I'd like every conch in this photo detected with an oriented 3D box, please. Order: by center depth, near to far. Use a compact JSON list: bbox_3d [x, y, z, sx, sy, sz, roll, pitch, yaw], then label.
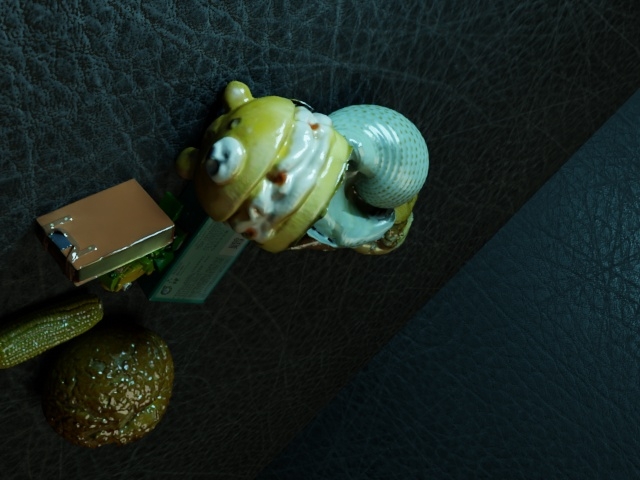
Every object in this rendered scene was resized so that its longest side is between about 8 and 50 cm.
[{"bbox_3d":[0.053,-0.152,1.744,0.319,0.215,0.303,26,106,-34],"label":"conch"}]

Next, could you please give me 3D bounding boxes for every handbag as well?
[{"bbox_3d":[-0.353,-0.015,1.384,0.190,0.127,0.063,-28,153,-35],"label":"handbag"}]

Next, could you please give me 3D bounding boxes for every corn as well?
[{"bbox_3d":[-0.495,0.158,1.529,0.231,0.080,0.080,-25,153,-39],"label":"corn"}]

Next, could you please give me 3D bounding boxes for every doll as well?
[{"bbox_3d":[-0.320,0.012,1.502,0.186,0.106,0.134,-47,174,-20],"label":"doll"}]

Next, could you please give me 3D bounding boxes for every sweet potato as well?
[{"bbox_3d":[-0.002,-0.003,2.139,0.226,0.068,0.068,-6,142,-30],"label":"sweet potato"}]

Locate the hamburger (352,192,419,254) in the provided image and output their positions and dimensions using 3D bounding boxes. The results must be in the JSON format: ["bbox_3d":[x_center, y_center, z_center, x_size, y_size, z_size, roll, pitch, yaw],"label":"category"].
[{"bbox_3d":[0.152,-0.077,2.112,0.282,0.245,0.155,-2,142,-34],"label":"hamburger"}]

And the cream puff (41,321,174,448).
[{"bbox_3d":[-0.430,0.314,1.760,0.303,0.212,0.303,-33,152,-20],"label":"cream puff"}]

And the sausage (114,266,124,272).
[{"bbox_3d":[-0.364,0.007,1.423,0.026,0.116,0.026,-32,160,-13],"label":"sausage"}]

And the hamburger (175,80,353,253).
[{"bbox_3d":[-0.104,-0.132,1.451,0.276,0.237,0.276,-48,-159,25],"label":"hamburger"}]

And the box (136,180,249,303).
[{"bbox_3d":[-0.239,0.006,1.648,0.245,0.092,0.153,-50,149,20],"label":"box"}]
